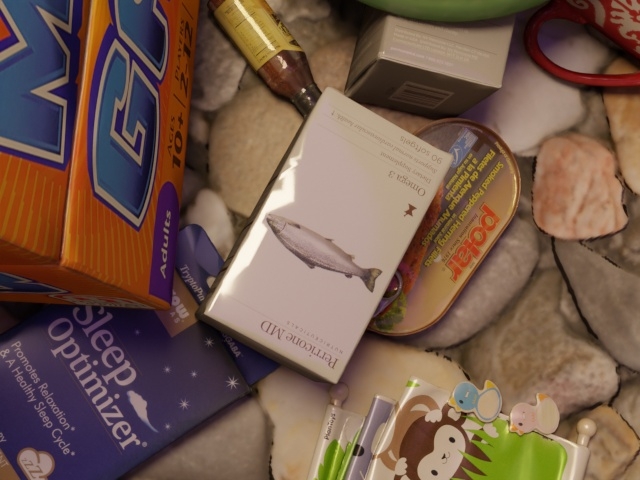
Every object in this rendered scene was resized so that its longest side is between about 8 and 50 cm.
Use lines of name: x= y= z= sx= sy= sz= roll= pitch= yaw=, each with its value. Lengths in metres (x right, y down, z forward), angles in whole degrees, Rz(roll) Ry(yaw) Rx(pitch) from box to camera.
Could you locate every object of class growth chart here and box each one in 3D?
growth chart: x=0.098 y=0.191 z=0.845 sx=0.237 sy=0.021 sz=0.171 roll=12 pitch=81 yaw=-10

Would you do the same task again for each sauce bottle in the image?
sauce bottle: x=-0.036 y=-0.145 z=0.842 sx=0.042 sy=0.042 sz=0.128 roll=-38 pitch=95 yaw=-12

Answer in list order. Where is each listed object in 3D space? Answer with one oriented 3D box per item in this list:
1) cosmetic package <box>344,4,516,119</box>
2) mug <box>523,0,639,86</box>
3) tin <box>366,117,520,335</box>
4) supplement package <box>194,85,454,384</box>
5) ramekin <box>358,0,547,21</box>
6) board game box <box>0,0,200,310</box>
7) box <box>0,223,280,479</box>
cosmetic package: x=0.100 y=-0.224 z=0.834 sx=0.107 sy=0.127 sz=0.237 roll=12 pitch=81 yaw=-9
mug: x=0.261 y=-0.194 z=0.888 sx=0.169 sy=0.150 sz=0.113 roll=35 pitch=43 yaw=-10
tin: x=0.081 y=-0.010 z=0.854 sx=0.106 sy=0.040 sz=0.189 roll=38 pitch=79 yaw=-1
supplement package: x=0.000 y=0.000 z=0.766 sx=0.105 sy=0.105 sz=0.179 roll=29 pitch=80 yaw=-6
ramekin: x=0.092 y=-0.312 z=0.702 sx=0.304 sy=0.148 sz=0.303 roll=0 pitch=81 yaw=3
board game box: x=-0.283 y=-0.167 z=0.567 sx=0.357 sy=0.356 sz=0.356 roll=2 pitch=80 yaw=11
box: x=-0.150 y=0.095 z=0.798 sx=0.225 sy=0.036 sz=0.136 roll=-33 pitch=91 yaw=-14
